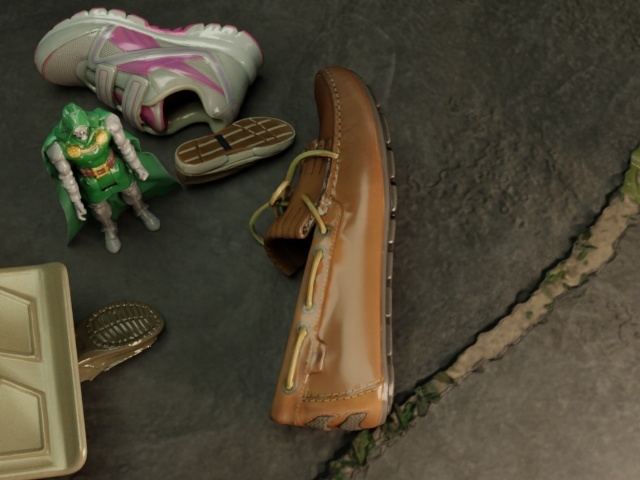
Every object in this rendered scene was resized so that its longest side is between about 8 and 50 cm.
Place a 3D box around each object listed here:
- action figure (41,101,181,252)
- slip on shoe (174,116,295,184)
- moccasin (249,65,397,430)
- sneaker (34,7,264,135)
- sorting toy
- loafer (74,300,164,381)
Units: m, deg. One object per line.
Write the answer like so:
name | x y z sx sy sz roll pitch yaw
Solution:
action figure | -0.217 -0.067 1.352 0.137 0.232 0.063 -32 64 -8
slip on shoe | -0.091 -0.093 1.458 0.135 0.041 0.051 -22 55 -23
moccasin | 0.000 0.001 1.353 0.147 0.139 0.380 2 72 -1
sneaker | -0.193 -0.176 1.478 0.252 0.103 0.111 5 62 11
sorting toy | -0.349 0.088 1.294 0.229 0.041 0.307 -7 66 -8
loafer | -0.227 0.107 1.371 0.148 0.050 0.056 -21 65 -21
